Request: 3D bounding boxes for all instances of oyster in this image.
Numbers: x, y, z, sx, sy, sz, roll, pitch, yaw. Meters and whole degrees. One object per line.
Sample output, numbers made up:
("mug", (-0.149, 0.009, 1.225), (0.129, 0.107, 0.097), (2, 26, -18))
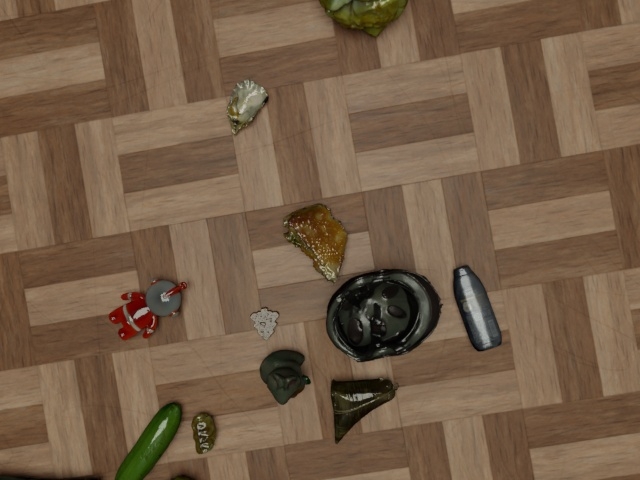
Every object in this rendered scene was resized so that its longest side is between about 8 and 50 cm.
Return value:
("oyster", (-0.204, -0.379, 1.857), (0.122, 0.045, 0.145), (-12, 82, 6))

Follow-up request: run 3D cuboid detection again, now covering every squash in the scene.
("squash", (-0.477, 0.580, 1.846), (0.082, 0.082, 0.292), (35, 91, 3))

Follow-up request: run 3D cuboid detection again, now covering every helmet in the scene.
("helmet", (0.155, 0.188, 1.769), (0.306, 0.177, 0.224), (-14, 95, -6))

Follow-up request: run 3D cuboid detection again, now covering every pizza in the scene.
("pizza", (0.000, 0.000, 1.836), (0.147, 0.069, 0.226), (-42, 91, -19))

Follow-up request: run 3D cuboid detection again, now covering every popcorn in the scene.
("popcorn", (0.111, -0.695, 1.757), (0.277, 0.225, 0.276), (-2, 82, 12))

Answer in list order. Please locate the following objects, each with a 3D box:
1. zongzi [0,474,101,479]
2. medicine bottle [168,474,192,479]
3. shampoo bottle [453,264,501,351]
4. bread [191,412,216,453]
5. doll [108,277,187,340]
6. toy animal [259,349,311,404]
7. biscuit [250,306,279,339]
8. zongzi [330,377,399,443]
("zongzi", (-0.796, 0.857, 1.825), (0.319, 0.362, 0.383), (6, 51, 5))
("medicine bottle", (-0.435, 0.751, 1.825), (0.239, 0.124, 0.124), (-40, 88, 1))
("shampoo bottle", (0.422, 0.183, 1.814), (0.087, 0.049, 0.233), (-20, 88, 4))
("bread", (-0.323, 0.535, 1.850), (0.066, 0.060, 0.110), (-11, 87, 33))
("doll", (-0.474, 0.182, 1.854), (0.245, 0.076, 0.142), (-33, 89, 6))
("toy animal", (-0.100, 0.366, 1.743), (0.127, 0.251, 0.125), (-20, 92, 3))
("biscuit", (-0.153, 0.233, 1.863), (0.082, 0.016, 0.092), (-7, 90, -2))
("zongzi", (0.124, 0.467, 1.821), (0.187, 0.084, 0.183), (-4, 103, -1))
